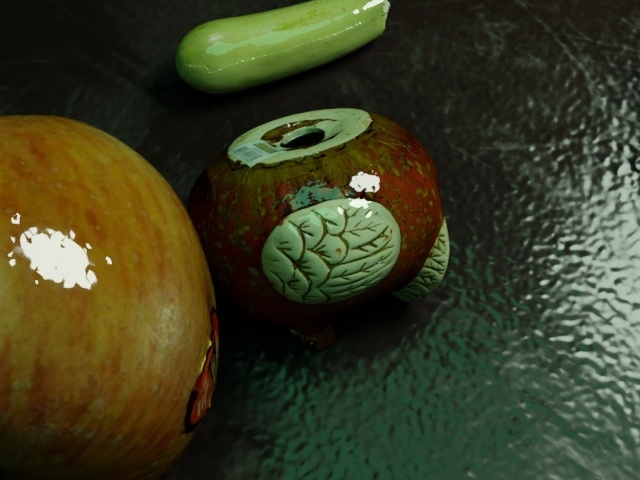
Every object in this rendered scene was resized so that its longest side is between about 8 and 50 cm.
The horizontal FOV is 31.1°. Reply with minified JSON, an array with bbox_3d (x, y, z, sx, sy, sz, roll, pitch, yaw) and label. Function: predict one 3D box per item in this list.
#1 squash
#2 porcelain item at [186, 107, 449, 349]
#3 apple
[{"bbox_3d":[-0.038,-0.222,1.258,0.250,0.083,0.083,-18,66,-3],"label":"squash"},{"bbox_3d":[0.000,0.000,1.113,0.253,0.253,0.253,-2,67,5],"label":"porcelain item"},{"bbox_3d":[-0.278,0.068,0.996,0.400,0.400,0.334,-5,60,4],"label":"apple"}]
